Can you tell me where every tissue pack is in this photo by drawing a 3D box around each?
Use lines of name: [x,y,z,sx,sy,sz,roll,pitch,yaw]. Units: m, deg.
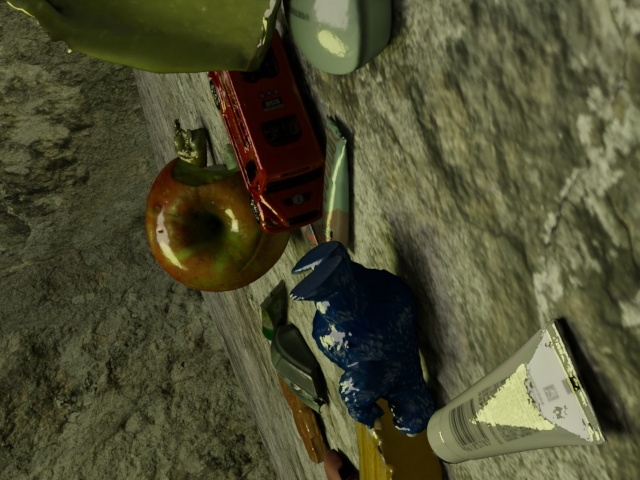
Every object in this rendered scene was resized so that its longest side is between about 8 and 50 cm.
tissue pack: [0.000,0.000,0.998,0.063,0.035,0.083,130,122,-73]

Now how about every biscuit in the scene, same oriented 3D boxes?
biscuit: [-0.048,0.372,1.595,0.202,0.044,0.288,116,131,-70]

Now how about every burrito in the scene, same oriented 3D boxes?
burrito: [-0.163,-0.136,1.395,0.074,0.044,0.118,102,150,-55]

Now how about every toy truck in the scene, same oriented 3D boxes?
toy truck: [-0.063,-0.141,0.909,0.114,0.108,0.252,143,108,-75]

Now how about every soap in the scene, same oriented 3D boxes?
soap: [0.104,0.320,0.940,0.140,0.073,0.232,-127,24,-45]

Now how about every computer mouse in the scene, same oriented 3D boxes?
computer mouse: [-0.004,-0.241,0.657,0.231,0.079,0.128,-123,24,-53]
computer mouse: [-0.055,0.269,1.440,0.231,0.071,0.126,-128,24,-49]

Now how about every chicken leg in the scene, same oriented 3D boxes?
chicken leg: [-0.308,-0.100,1.770,0.201,0.153,0.429,-119,23,-74]

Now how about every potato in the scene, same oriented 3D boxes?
potato: [-0.157,-0.328,0.563,0.330,0.280,0.212,114,148,-48]

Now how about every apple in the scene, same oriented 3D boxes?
apple: [-0.172,-0.039,1.163,0.226,0.246,0.246,-111,5,-78]

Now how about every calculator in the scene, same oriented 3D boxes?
calculator: [0.087,0.556,1.336,0.330,0.048,0.220,-151,46,-65]

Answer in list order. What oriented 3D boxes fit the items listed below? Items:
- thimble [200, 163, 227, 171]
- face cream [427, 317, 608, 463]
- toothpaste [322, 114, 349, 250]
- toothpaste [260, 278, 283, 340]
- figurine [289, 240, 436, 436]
thimble: [-0.256,-0.123,1.646,0.102,0.090,0.115,131,121,-69]
face cream: [0.158,0.148,0.595,0.243,0.058,0.092,118,138,-62]
toothpaste: [0.020,-0.056,0.867,0.056,0.036,0.205,-122,24,-45]
toothpaste: [-0.104,0.166,1.515,0.047,0.078,0.248,33,155,15]
figurine: [0.067,0.115,0.772,0.262,0.121,0.164,55,-158,-32]
